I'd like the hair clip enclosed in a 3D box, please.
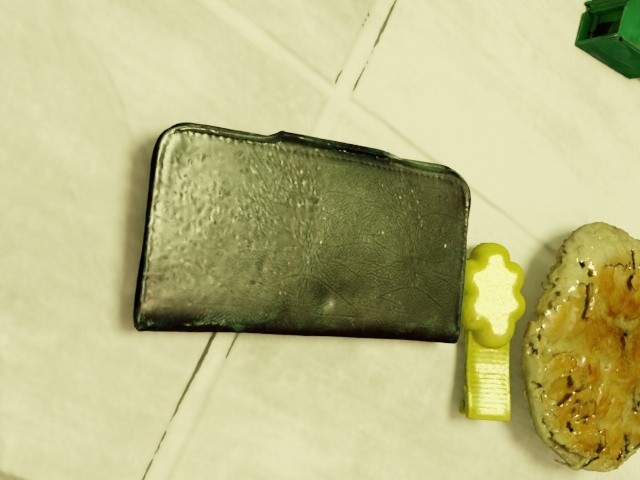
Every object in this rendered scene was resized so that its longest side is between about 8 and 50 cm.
[{"bbox_3d":[0.162,0.088,0.758,0.072,0.046,0.173,4,91,-9],"label":"hair clip"}]

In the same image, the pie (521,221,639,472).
[{"bbox_3d":[0.305,0.111,0.828,0.274,0.055,0.274,-4,96,-40],"label":"pie"}]

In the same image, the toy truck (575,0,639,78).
[{"bbox_3d":[0.363,-0.228,0.864,0.147,0.065,0.079,18,84,-30],"label":"toy truck"}]

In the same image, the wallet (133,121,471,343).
[{"bbox_3d":[0.000,0.000,0.661,0.317,0.045,0.173,5,92,-32],"label":"wallet"}]
